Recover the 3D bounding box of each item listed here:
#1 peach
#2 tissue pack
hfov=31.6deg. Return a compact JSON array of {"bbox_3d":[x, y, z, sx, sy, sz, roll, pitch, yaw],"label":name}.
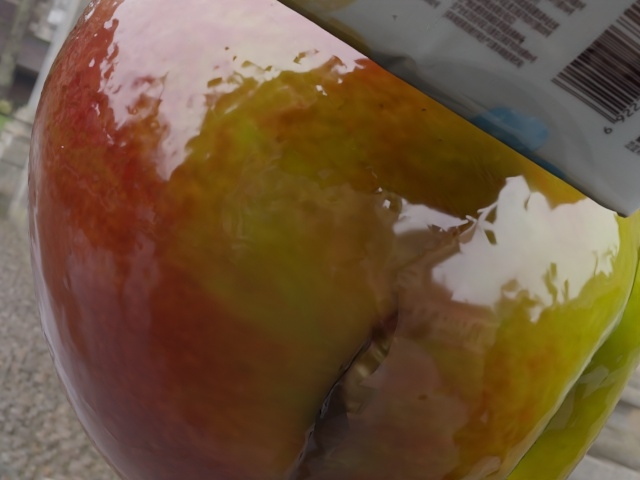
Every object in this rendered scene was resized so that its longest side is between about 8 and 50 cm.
[{"bbox_3d":[0.000,0.000,0.635,0.370,0.370,0.370,21,1,0],"label":"peach"},{"bbox_3d":[0.068,-0.141,0.387,0.229,0.159,0.145,25,35,-30],"label":"tissue pack"}]
